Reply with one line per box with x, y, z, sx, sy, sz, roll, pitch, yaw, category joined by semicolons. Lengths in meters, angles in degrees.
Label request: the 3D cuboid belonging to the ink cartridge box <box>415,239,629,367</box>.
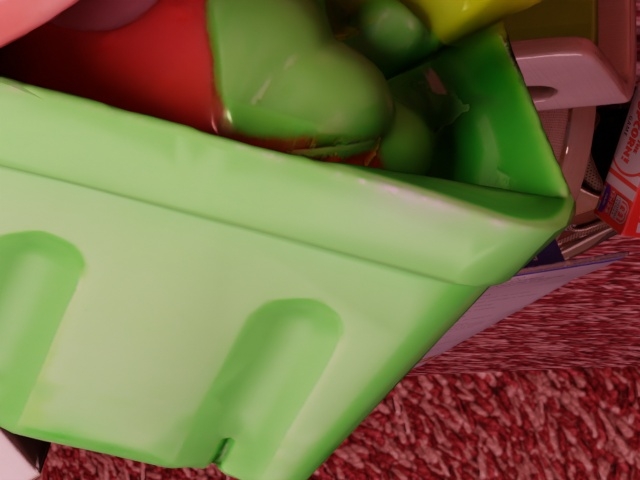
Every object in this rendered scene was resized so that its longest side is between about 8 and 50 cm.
-0.010;0.044;1.154;0.304;0.072;0.307;-7;164;-23;ink cartridge box

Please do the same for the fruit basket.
-0.018;-0.136;0.702;0.283;0.392;0.392;15;164;-16;fruit basket

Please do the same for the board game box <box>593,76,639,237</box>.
0.306;-0.067;1.285;0.194;0.146;0.045;6;-159;-24;board game box

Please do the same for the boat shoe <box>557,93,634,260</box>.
0.212;-0.062;1.414;0.324;0.122;0.120;-13;158;23;boat shoe

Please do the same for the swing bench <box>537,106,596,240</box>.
0.027;-0.063;1.280;0.253;0.165;0.255;6;167;-19;swing bench

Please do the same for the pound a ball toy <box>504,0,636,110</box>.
0.016;-0.092;1.039;0.319;0.208;0.136;-5;166;22;pound a ball toy

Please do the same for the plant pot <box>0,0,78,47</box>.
-0.149;-0.210;0.432;0.275;0.274;0.243;-8;154;38;plant pot

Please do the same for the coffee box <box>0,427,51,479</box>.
-0.241;-0.013;0.773;0.119;0.297;0.168;-34;-164;13;coffee box
